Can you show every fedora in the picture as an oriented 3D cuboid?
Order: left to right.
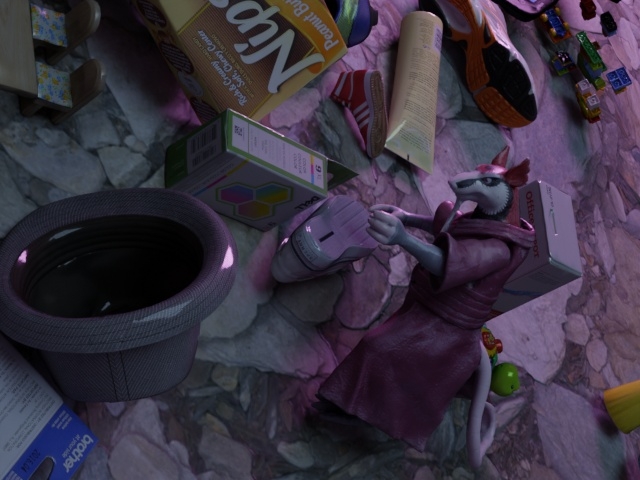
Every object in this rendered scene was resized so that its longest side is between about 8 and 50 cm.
[{"bbox_3d":[-0.196,0.065,1.418,0.275,0.244,0.124,-118,-160,-60],"label":"fedora"}]

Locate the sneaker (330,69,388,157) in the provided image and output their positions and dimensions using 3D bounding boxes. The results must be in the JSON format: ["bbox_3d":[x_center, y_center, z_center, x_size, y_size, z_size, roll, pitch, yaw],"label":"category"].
[{"bbox_3d":[0.051,-0.170,1.945,0.042,0.067,0.118,-26,118,-54],"label":"sneaker"}]

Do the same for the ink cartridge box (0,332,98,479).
[{"bbox_3d":[-0.354,0.131,1.290,0.311,0.065,0.185,48,39,-12],"label":"ink cartridge box"}]

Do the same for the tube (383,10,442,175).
[{"bbox_3d":[0.131,-0.210,2.043,0.070,0.062,0.240,5,60,3],"label":"tube"}]

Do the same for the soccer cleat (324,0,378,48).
[{"bbox_3d":[-0.018,-0.389,1.957,0.121,0.093,0.289,-12,76,-43],"label":"soccer cleat"}]

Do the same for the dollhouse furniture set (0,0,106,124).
[{"bbox_3d":[-0.318,-0.269,1.495,0.212,0.161,0.242,13,58,-43],"label":"dollhouse furniture set"}]

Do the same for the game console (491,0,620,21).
[{"bbox_3d":[0.377,-0.427,2.363,0.213,0.044,0.361,29,37,16],"label":"game console"}]

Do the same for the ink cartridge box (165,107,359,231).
[{"bbox_3d":[-0.064,-0.069,1.694,0.209,0.109,0.062,24,52,-38],"label":"ink cartridge box"}]

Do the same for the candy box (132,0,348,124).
[{"bbox_3d":[-0.115,-0.294,1.651,0.183,0.087,0.316,-39,125,-17],"label":"candy box"}]

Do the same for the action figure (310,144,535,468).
[{"bbox_3d":[0.150,0.069,1.634,0.276,0.370,0.248,32,21,1],"label":"action figure"}]

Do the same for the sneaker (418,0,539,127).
[{"bbox_3d":[0.259,-0.296,2.203,0.262,0.099,0.121,59,34,-5],"label":"sneaker"}]

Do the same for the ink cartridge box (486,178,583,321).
[{"bbox_3d":[0.252,0.016,1.935,0.072,0.175,0.127,22,52,-38],"label":"ink cartridge box"}]

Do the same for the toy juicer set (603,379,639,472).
[{"bbox_3d":[0.512,0.364,2.091,0.209,0.089,0.329,21,43,-55],"label":"toy juicer set"}]

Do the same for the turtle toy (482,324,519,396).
[{"bbox_3d":[0.204,0.150,1.888,0.130,0.066,0.095,51,39,-12],"label":"turtle toy"}]

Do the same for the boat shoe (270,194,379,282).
[{"bbox_3d":[0.000,0.000,1.753,0.083,0.076,0.226,60,22,7],"label":"boat shoe"}]

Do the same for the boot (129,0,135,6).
[{"bbox_3d":[-0.181,-0.281,1.710,0.258,0.095,0.123,-5,100,-28],"label":"boot"}]

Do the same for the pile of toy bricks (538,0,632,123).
[{"bbox_3d":[0.440,-0.295,2.412,0.105,0.118,0.212,69,-3,-67],"label":"pile of toy bricks"}]
